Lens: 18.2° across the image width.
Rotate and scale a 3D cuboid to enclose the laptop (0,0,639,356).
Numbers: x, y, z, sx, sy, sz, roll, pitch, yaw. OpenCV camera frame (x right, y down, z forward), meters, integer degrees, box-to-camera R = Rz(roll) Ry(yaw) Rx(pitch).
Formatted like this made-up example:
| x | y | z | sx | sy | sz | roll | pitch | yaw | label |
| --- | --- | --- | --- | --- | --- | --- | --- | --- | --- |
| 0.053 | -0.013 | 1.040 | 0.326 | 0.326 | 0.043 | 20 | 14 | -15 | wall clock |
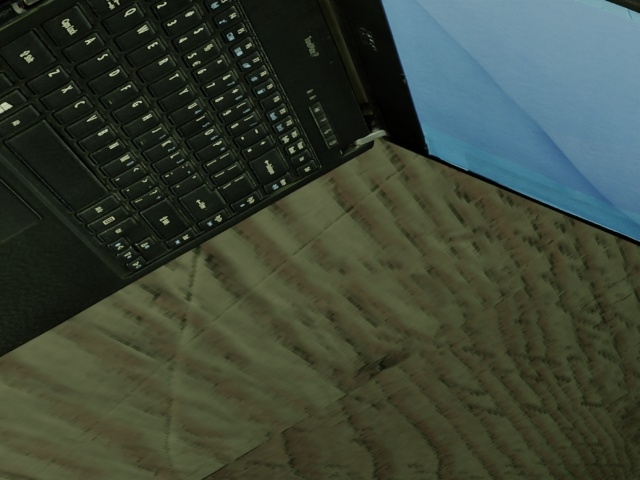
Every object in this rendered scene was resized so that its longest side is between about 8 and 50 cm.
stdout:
| x | y | z | sx | sy | sz | roll | pitch | yaw | label |
| --- | --- | --- | --- | --- | --- | --- | --- | --- | --- |
| 0.000 | 0.000 | 0.605 | 0.264 | 0.136 | 0.234 | -29 | 162 | 0 | laptop |
